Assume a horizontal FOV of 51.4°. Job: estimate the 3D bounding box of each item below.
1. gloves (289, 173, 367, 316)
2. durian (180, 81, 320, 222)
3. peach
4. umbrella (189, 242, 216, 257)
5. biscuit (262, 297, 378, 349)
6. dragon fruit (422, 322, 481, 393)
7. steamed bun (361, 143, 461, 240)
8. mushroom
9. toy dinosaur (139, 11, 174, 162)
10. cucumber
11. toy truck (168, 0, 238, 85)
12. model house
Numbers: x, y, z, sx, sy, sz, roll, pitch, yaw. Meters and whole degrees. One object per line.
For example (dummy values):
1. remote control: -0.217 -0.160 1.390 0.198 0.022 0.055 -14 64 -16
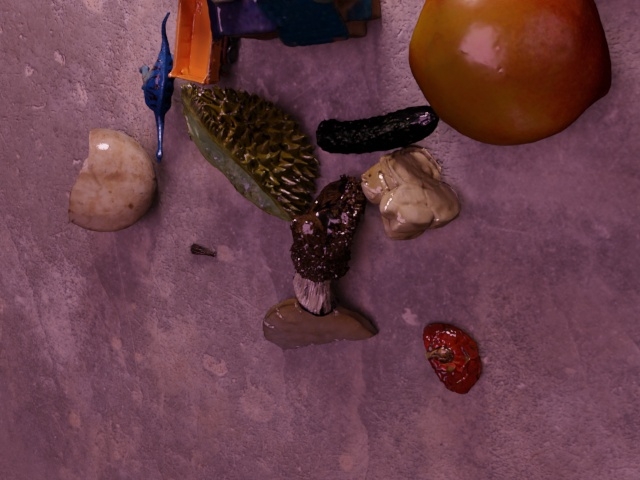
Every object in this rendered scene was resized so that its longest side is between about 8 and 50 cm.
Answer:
1. gloves: 0.006 0.003 1.367 0.135 0.210 0.312 17 113 3
2. durian: -0.145 -0.198 1.427 0.394 0.163 0.198 41 158 -9
3. peach: 0.309 -0.308 1.086 0.332 0.308 0.308 30 115 7
4. umbrella: -0.292 0.027 1.637 0.083 0.020 0.031 13 109 19
5. biscuit: -0.026 0.183 1.493 0.289 0.038 0.141 -10 125 29
6. dragon fruit: 0.271 0.237 1.343 0.083 0.106 0.162 -33 84 29
7. steamed bun: 0.161 -0.080 1.284 0.177 0.192 0.106 54 139 9
8. mushroom: -0.495 -0.139 1.627 0.189 0.195 0.254 20 108 -13
9. toy dinosaur: -0.367 -0.352 1.505 0.144 0.076 0.329 -133 49 -59
10. cucumber: 0.110 -0.208 1.283 0.303 0.072 0.081 5 107 50
11. toy truck: -0.246 -0.475 1.419 0.114 0.135 0.270 18 110 24
12. model house: -0.072 -0.488 1.242 0.312 0.280 0.245 3 103 26
